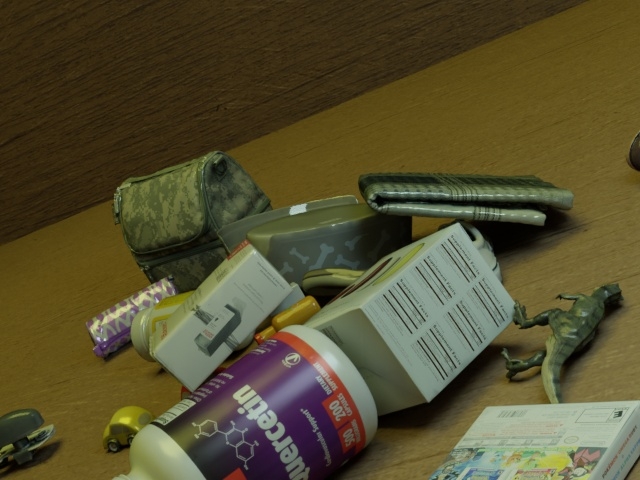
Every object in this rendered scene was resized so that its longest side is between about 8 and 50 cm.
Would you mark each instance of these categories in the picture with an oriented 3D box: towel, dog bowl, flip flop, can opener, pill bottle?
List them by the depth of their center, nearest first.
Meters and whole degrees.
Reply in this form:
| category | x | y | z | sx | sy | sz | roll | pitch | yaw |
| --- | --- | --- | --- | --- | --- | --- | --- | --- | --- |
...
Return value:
| category | x | y | z | sx | sy | sz | roll | pitch | yaw |
| --- | --- | --- | --- | --- | --- | --- | --- | --- | --- |
| pill bottle | -0.099 | 0.254 | 1.443 | 0.323 | 0.181 | 0.181 | -35 | 18 | -25 |
| flip flop | 0.090 | 0.085 | 1.838 | 0.277 | 0.112 | 0.080 | -1 | 72 | 32 |
| towel | 0.226 | -0.071 | 1.945 | 0.324 | 0.056 | 0.312 | 1 | 8 | -2 |
| can opener | -0.580 | 0.358 | 2.047 | 0.283 | 0.095 | 0.076 | -22 | 16 | 17 |
| dog bowl | 0.000 | 0.000 | 2.084 | 0.349 | 0.102 | 0.349 | -11 | 10 | 2 |
| pill bottle | -0.224 | 0.148 | 2.091 | 0.208 | 0.119 | 0.119 | -14 | 20 | 36 |

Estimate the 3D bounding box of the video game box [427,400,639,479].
| category | x | y | z | sx | sy | sz | roll | pitch | yaw |
| --- | --- | --- | --- | --- | --- | --- | --- | --- | --- |
| video game box | 0.214 | 0.238 | 1.237 | 0.205 | 0.048 | 0.187 | -11 | 21 | 46 |

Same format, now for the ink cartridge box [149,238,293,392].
| category | x | y | z | sx | sy | sz | roll | pitch | yaw |
| --- | --- | --- | --- | --- | --- | --- | --- | --- | --- |
| ink cartridge box | -0.153 | 0.111 | 1.821 | 0.218 | 0.092 | 0.158 | -44 | 10 | -1 |

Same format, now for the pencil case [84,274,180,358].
| category | x | y | z | sx | sy | sz | roll | pitch | yaw |
| --- | --- | --- | --- | --- | --- | --- | --- | --- | --- |
| pencil case | -0.362 | 0.154 | 2.375 | 0.206 | 0.086 | 0.088 | -31 | 40 | -7 |

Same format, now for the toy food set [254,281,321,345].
| category | x | y | z | sx | sy | sz | roll | pitch | yaw |
| --- | --- | --- | --- | --- | --- | --- | --- | --- | --- |
| toy food set | -0.052 | 0.142 | 1.850 | 0.104 | 0.111 | 0.232 | -31 | 10 | -8 |

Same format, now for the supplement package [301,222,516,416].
| category | x | y | z | sx | sy | sz | roll | pitch | yaw |
| --- | --- | --- | --- | --- | --- | --- | --- | --- | --- |
| supplement package | 0.107 | 0.110 | 1.560 | 0.203 | 0.149 | 0.194 | -38 | 6 | -34 |

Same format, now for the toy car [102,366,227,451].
| category | x | y | z | sx | sy | sz | roll | pitch | yaw |
| --- | --- | --- | --- | --- | --- | --- | --- | --- | --- |
| toy car | -0.233 | 0.273 | 1.831 | 0.239 | 0.053 | 0.225 | -28 | 16 | -2 |

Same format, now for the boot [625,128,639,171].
| category | x | y | z | sx | sy | sz | roll | pitch | yaw |
| --- | --- | --- | --- | --- | --- | --- | --- | --- | --- |
| boot | 0.597 | -0.159 | 1.789 | 0.248 | 0.090 | 0.207 | -24 | 14 | -1 |

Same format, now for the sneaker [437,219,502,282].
| category | x | y | z | sx | sy | sz | roll | pitch | yaw |
| --- | --- | --- | --- | --- | --- | --- | --- | --- | --- |
| sneaker | 0.222 | 0.006 | 1.871 | 0.094 | 0.091 | 0.258 | -27 | 16 | 0 |

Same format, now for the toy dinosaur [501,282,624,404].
| category | x | y | z | sx | sy | sz | roll | pitch | yaw |
| --- | --- | --- | --- | --- | --- | --- | --- | --- | --- |
| toy dinosaur | 0.286 | 0.121 | 1.475 | 0.118 | 0.064 | 0.268 | -6 | 28 | 36 |

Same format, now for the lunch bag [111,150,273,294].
| category | x | y | z | sx | sy | sz | roll | pitch | yaw |
| --- | --- | --- | --- | --- | --- | --- | --- | --- | --- |
| lunch bag | -0.265 | -0.042 | 2.506 | 0.305 | 0.256 | 0.212 | -14 | 20 | 39 |
